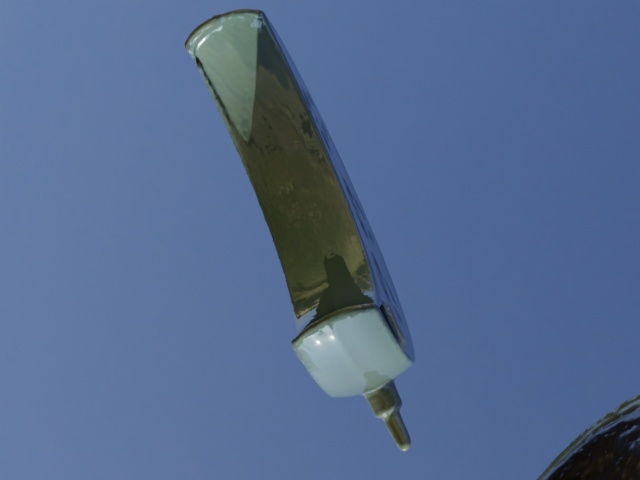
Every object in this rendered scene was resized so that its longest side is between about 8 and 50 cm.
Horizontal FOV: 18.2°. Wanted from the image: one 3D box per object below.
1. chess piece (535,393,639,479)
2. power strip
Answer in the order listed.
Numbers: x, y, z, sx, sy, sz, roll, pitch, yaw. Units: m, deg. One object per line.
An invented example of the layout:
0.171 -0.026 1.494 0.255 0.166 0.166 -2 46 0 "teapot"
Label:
0.217 0.223 0.890 0.194 0.299 0.194 -49 -169 13 "chess piece"
0.000 0.000 1.126 0.054 0.167 0.253 -25 -117 7 "power strip"
